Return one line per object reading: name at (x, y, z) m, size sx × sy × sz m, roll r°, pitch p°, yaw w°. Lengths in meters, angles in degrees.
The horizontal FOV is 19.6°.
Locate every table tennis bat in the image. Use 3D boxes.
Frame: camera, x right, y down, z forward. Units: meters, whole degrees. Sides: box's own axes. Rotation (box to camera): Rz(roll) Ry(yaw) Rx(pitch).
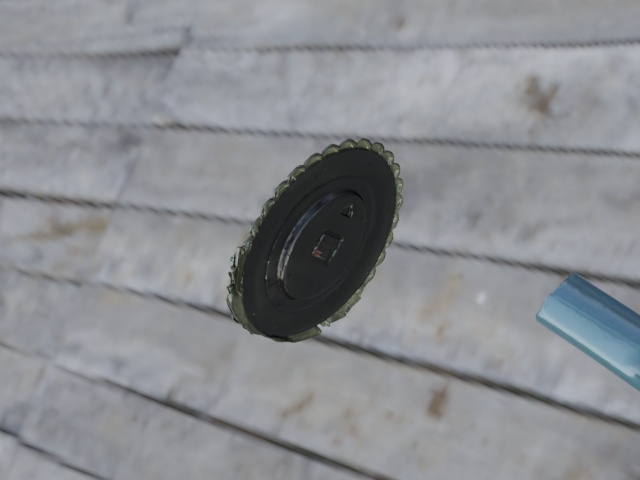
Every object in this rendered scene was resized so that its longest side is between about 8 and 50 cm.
table tennis bat at (0.270, 0.128, 1.113) m, size 0.329 × 0.215 × 0.044 m, roll 38°, pitch 117°, yaw 20°

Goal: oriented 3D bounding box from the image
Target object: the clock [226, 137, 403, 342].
clock at (0.000, 0.000, 0.673) m, size 0.010 × 0.074 × 0.083 m, roll 37°, pitch 99°, yaw 40°
